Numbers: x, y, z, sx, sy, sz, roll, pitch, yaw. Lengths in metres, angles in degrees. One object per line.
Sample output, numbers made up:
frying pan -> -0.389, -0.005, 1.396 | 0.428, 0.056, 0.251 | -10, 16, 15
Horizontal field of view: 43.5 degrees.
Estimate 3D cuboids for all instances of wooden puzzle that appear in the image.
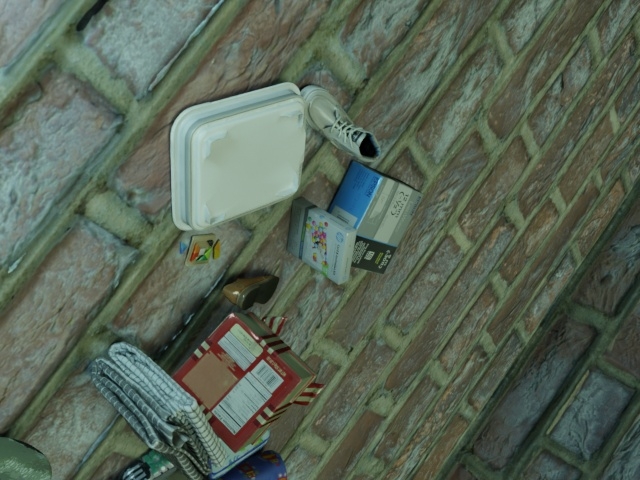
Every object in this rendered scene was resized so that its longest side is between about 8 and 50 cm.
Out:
wooden puzzle -> -0.260, 0.022, 1.759 | 0.116, 0.014, 0.079 | -16, 127, -45

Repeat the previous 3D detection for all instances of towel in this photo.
towel -> -0.343, 0.368, 1.683 | 0.121, 0.283, 0.235 | -42, 141, -22

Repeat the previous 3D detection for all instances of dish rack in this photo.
dish rack -> -0.154, -0.166, 1.683 | 0.332, 0.072, 0.286 | -24, 134, -36

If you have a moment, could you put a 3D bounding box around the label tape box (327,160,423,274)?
label tape box -> 0.158, -0.046, 2.146 | 0.347, 0.115, 0.249 | 16, 103, -53

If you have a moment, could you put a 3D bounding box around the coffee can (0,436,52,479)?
coffee can -> -0.636, 0.545, 1.521 | 0.201, 0.201, 0.276 | -5, 120, -50

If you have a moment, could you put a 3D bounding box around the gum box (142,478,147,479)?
gum box -> -0.463, 0.652, 1.905 | 0.156, 0.041, 0.184 | -16, 133, -8

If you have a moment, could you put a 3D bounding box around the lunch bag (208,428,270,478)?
lunch bag -> -0.228, 0.513, 2.113 | 0.219, 0.090, 0.176 | -26, 137, -37

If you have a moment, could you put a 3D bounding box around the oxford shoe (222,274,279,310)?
oxford shoe -> -0.162, 0.109, 1.910 | 0.212, 0.076, 0.076 | -6, 120, -68

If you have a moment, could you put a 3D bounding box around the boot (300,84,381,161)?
boot -> 0.052, -0.262, 1.835 | 0.095, 0.123, 0.258 | -59, 146, 1

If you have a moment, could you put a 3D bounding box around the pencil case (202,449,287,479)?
pencil case -> -0.226, 0.677, 2.213 | 0.306, 0.119, 0.133 | -6, 129, -50

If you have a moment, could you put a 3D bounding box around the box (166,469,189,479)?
box -> -0.390, 0.735, 2.059 | 0.094, 0.113, 0.275 | -2, 116, -50

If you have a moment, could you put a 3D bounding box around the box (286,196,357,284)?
box -> 0.000, 0.000, 1.916 | 0.038, 0.186, 0.145 | -22, 132, -41

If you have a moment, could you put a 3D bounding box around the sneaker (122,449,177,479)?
sneaker -> -0.377, 0.543, 1.969 | 0.223, 0.083, 0.098 | -27, 146, -22

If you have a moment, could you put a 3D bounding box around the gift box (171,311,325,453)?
gift box -> -0.150, 0.310, 1.838 | 0.276, 0.255, 0.258 | -42, 170, 0
